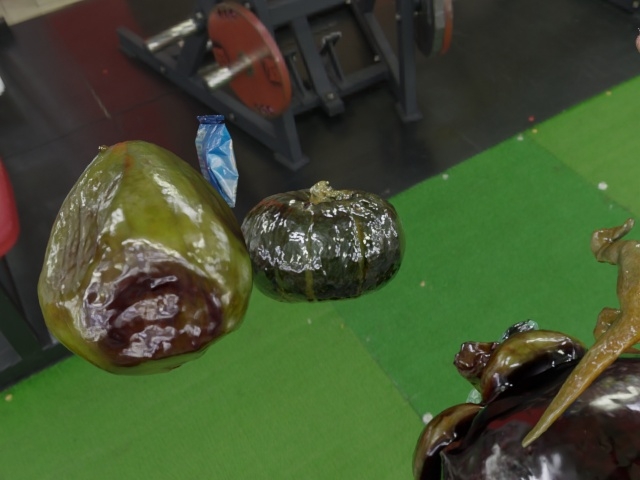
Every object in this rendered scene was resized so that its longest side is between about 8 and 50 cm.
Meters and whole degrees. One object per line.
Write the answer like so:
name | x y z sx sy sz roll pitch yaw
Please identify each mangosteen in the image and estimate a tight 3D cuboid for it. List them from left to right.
mangosteen | 0.222 0.210 0.556 0.307 0.306 0.347 -18 38 -9

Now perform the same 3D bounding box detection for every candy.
candy | -0.147 -0.106 0.958 0.038 0.136 0.088 -14 14 -34

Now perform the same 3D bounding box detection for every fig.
fig | -0.122 0.012 0.485 0.144 0.154 0.165 -3 65 -19

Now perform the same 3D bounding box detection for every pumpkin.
pumpkin | 0.000 0.000 0.905 0.224 0.157 0.223 -1 14 0

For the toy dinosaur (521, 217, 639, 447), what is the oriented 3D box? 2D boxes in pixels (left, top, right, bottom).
toy dinosaur | 0.162 0.032 0.334 0.039 0.126 0.162 31 73 -1

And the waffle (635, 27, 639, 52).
waffle | 0.147 -0.055 0.229 0.075 0.029 0.083 -2 55 -29

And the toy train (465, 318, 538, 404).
toy train | 0.378 0.285 1.166 0.237 0.369 0.150 -54 34 9
